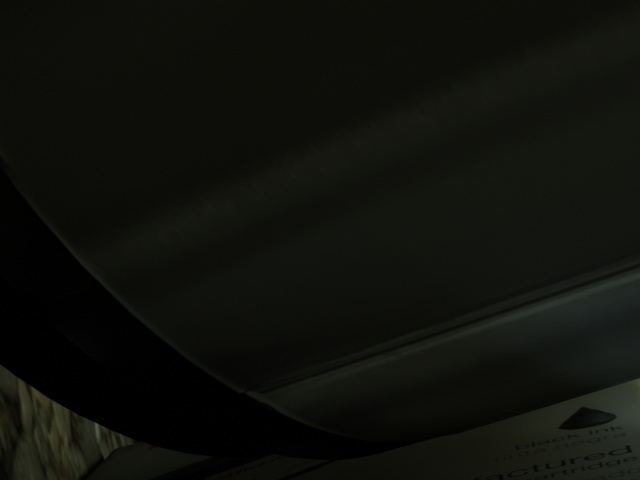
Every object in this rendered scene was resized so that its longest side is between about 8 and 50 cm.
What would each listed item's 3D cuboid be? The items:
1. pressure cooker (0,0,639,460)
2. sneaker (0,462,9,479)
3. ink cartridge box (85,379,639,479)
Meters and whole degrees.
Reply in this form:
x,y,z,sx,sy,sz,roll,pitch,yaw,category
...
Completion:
x,y,z,sx,sy,sz,roll,pitch,yaw,category
0.035,-0.137,0.484,0.375,0.420,0.369,-17,85,-59,pressure cooker
-0.058,0.122,0.387,0.109,0.130,0.286,-1,74,-82,sneaker
0.019,0.131,0.603,0.307,0.223,0.129,-48,122,-83,ink cartridge box
